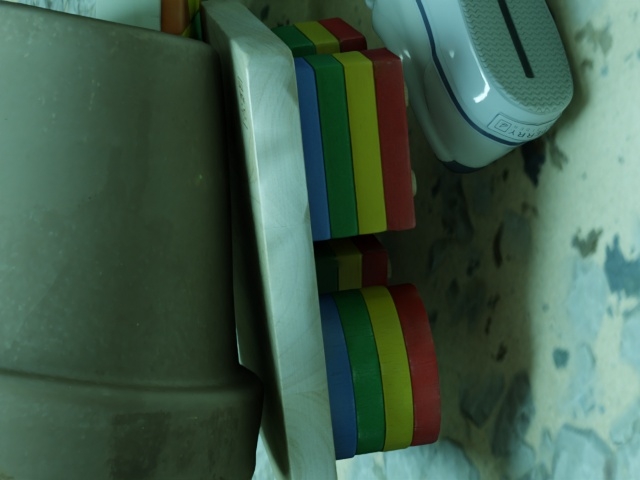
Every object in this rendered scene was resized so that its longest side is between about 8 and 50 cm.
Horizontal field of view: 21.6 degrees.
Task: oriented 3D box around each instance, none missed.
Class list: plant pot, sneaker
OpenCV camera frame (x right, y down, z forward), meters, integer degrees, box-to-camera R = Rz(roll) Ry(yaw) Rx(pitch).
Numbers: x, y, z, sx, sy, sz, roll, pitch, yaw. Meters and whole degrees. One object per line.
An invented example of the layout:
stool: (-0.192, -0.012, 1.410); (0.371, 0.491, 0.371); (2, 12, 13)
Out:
plant pot: (-0.144, -0.004, 0.880); (0.263, 0.263, 0.229); (19, 99, 61)
sneaker: (0.056, -0.158, 0.915); (0.091, 0.094, 0.258); (-40, 54, 49)

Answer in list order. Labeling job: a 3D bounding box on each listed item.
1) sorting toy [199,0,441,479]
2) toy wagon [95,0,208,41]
sorting toy: (0.000, 0.000, 0.942); (0.257, 0.089, 0.256); (-124, 27, -73)
toy wagon: (-0.100, -0.121, 1.132); (0.344, 0.068, 0.267); (-79, -16, -73)
